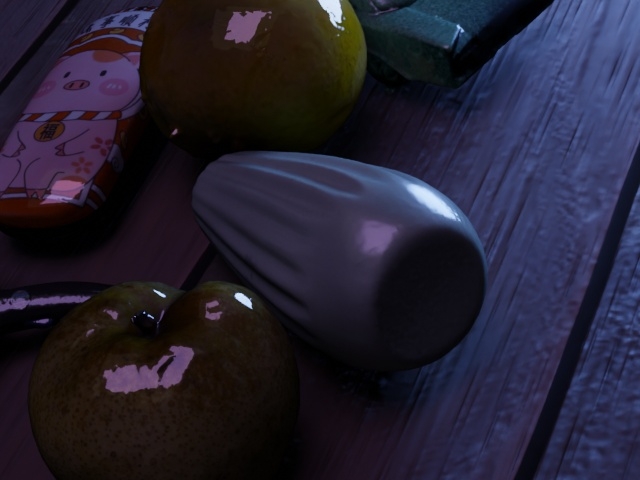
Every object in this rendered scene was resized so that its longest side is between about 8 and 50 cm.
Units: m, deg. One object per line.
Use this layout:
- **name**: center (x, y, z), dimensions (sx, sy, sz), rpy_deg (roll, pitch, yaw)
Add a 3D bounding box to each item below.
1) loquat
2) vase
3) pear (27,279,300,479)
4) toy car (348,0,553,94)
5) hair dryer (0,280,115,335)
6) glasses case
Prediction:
- **loquat**: center (-0.047, -0.141, 1.309), dimensions (0.172, 0.149, 0.204), rpy_deg (-1, 58, 36)
- **vase**: center (0.000, 0.000, 1.164), dimensions (0.128, 0.128, 0.248), rpy_deg (-35, 33, -20)
- **pear**: center (-0.097, 0.096, 1.065), dimensions (0.167, 0.136, 0.167), rpy_deg (-9, 35, 6)
- **toy car**: center (0.026, -0.214, 1.418), dimensions (0.321, 0.097, 0.141), rpy_deg (22, 52, 37)
- **hair dryer**: center (-0.187, 0.069, 1.202), dimensions (0.219, 0.075, 0.195), rpy_deg (-5, 50, 3)
- **glasses case**: center (-0.177, -0.097, 1.378), dimensions (0.103, 0.067, 0.266), rpy_deg (1, 43, 19)
